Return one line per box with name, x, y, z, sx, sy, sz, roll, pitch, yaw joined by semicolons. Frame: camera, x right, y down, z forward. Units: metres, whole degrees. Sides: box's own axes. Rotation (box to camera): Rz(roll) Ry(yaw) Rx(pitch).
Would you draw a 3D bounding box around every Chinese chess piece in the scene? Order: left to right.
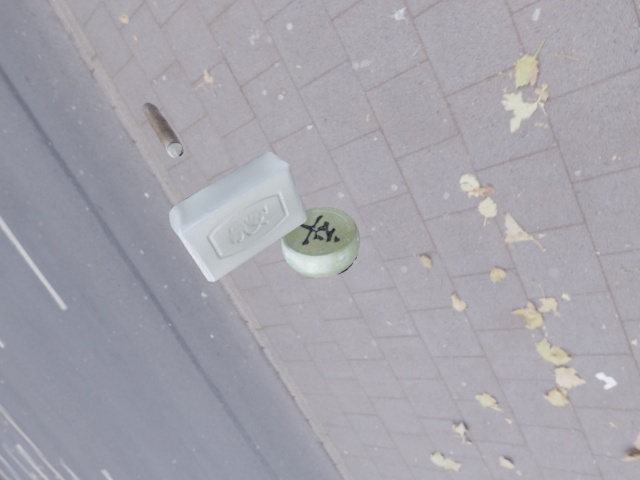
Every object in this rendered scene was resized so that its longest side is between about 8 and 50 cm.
Chinese chess piece;0.000;0.000;1.065;0.188;0.188;0.083;16;138;25

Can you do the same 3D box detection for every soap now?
soap;-0.119;-0.037;0.667;0.064;0.183;0.122;42;160;41

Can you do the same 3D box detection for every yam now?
yam;-0.416;-0.296;1.175;0.264;0.046;0.046;51;143;40
